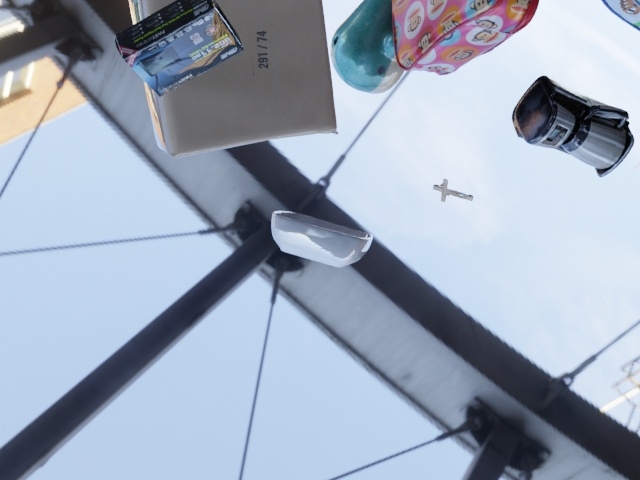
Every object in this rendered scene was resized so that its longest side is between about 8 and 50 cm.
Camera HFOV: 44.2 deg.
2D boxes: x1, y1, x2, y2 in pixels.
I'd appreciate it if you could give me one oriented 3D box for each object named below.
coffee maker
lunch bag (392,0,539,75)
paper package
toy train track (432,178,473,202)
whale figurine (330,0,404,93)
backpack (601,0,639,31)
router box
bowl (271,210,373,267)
[{"bbox_3d":[0.433,-0.207,1.389,0.178,0.120,0.171,19,-163,-20],"label":"coffee maker"},{"bbox_3d":[0.229,-0.438,1.323,0.120,0.293,0.258,1,-101,-27],"label":"lunch bag"},{"bbox_3d":[-0.150,-0.323,1.338,0.309,0.168,0.325,-13,-74,-22],"label":"paper package"},{"bbox_3d":[0.256,-0.093,1.514,0.083,0.048,0.014,21,-147,30],"label":"toy train track"},{"bbox_3d":[0.108,-0.432,1.573,0.141,0.272,0.216,7,-148,-22],"label":"whale figurine"},{"bbox_3d":[0.437,-0.336,0.856,0.276,0.263,0.213,31,-120,5],"label":"backpack"},{"bbox_3d":[-0.162,-0.228,0.912,0.038,0.122,0.092,65,-173,22],"label":"router box"},{"bbox_3d":[0.000,0.000,1.145,0.141,0.053,0.142,16,-176,11],"label":"bowl"}]
